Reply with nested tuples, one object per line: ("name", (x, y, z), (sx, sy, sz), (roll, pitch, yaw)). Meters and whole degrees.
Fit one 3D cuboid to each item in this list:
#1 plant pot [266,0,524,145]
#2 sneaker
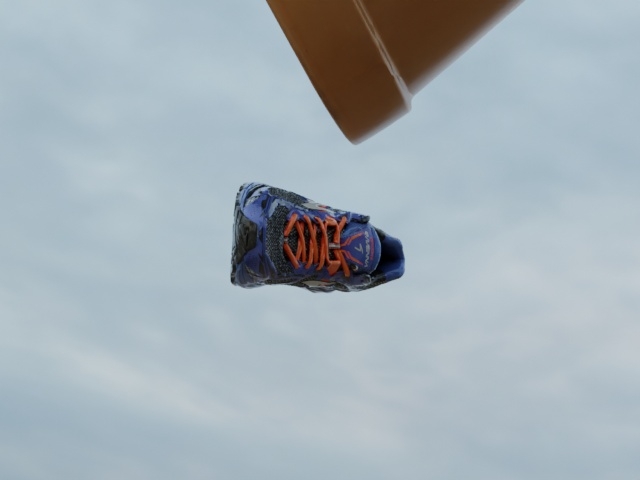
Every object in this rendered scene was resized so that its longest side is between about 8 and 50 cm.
("plant pot", (0.052, -0.253, 1.037), (0.203, 0.291, 0.291), (-26, -28, 7))
("sneaker", (0.000, 0.000, 0.940), (0.087, 0.083, 0.221), (1, -2, 25))
